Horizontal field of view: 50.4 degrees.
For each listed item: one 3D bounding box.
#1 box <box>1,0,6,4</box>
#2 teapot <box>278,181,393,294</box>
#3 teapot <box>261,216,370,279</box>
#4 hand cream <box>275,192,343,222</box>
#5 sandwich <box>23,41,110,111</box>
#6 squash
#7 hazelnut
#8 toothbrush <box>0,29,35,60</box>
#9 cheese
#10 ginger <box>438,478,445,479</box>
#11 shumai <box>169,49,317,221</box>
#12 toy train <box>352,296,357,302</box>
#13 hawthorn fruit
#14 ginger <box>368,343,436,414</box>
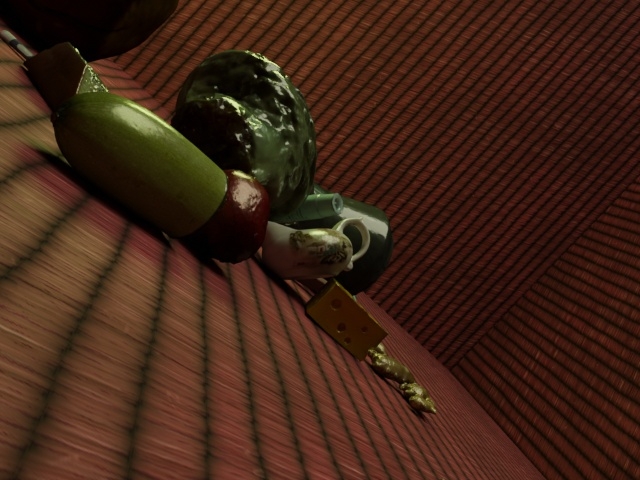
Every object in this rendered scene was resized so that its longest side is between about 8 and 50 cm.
[{"bbox_3d":[-0.814,-0.659,1.850,0.289,0.073,0.290,41,4,-46],"label":"box"},{"bbox_3d":[0.000,0.000,1.920,0.362,0.305,0.376,33,36,-27],"label":"teapot"},{"bbox_3d":[-0.021,0.017,1.549,0.298,0.139,0.204,-1,-10,-30],"label":"teapot"},{"bbox_3d":[-0.100,-0.067,1.629,0.331,0.058,0.085,-8,-27,31],"label":"hand cream"},{"bbox_3d":[-0.429,-0.267,1.180,0.258,0.096,0.094,48,-1,36],"label":"sandwich"},{"bbox_3d":[-0.248,-0.112,0.915,0.132,0.132,0.247,45,2,43],"label":"squash"},{"bbox_3d":[-0.570,-0.637,1.687,0.402,0.429,0.402,25,-37,21],"label":"hazelnut"},{"bbox_3d":[-0.507,-0.305,1.295,0.288,0.026,0.024,43,44,5],"label":"toothbrush"},{"bbox_3d":[0.058,0.174,1.478,0.171,0.093,0.126,44,-1,-3],"label":"cheese"},{"bbox_3d":[0.208,0.382,0.925,0.137,0.044,0.057,43,20,22],"label":"ginger"},{"bbox_3d":[-0.191,-0.181,1.420,0.324,0.397,0.323,3,22,12],"label":"shumai"},{"bbox_3d":[-0.001,0.086,2.206,0.407,0.088,0.086,44,1,-16],"label":"toy train"},{"bbox_3d":[-0.146,-0.048,1.101,0.148,0.172,0.148,23,-31,15],"label":"hawthorn fruit"},{"bbox_3d":[0.188,0.326,1.557,0.176,0.052,0.193,41,11,-36],"label":"ginger"}]
